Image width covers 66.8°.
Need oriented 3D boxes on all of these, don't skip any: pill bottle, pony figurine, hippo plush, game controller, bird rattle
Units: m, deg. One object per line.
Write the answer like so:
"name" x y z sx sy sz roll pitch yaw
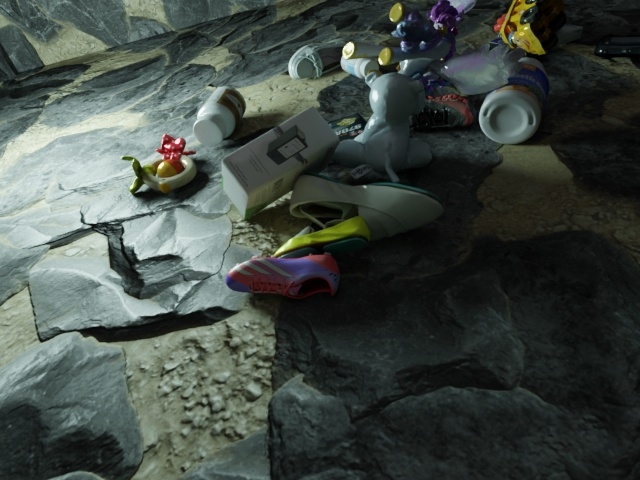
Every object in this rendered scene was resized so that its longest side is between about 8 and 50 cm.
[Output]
"pill bottle" -0.350 -0.426 1.677 0.131 0.131 0.229 -3 40 16
"pill bottle" 0.537 -0.393 1.325 0.153 0.152 0.272 8 45 27
"pony figurine" 0.298 -0.508 1.273 0.364 0.302 0.351 -6 -7 -37
"pill bottle" 0.151 -0.662 1.834 0.087 0.087 0.160 -27 40 -14
"hippo plush" 0.147 -0.294 1.205 0.235 0.236 0.294 12 23 28
"game controller" 1.033 -0.604 1.503 0.319 0.067 0.166 13 32 30
"bird rattle" -0.477 -0.219 1.515 0.207 0.143 0.254 30 43 28

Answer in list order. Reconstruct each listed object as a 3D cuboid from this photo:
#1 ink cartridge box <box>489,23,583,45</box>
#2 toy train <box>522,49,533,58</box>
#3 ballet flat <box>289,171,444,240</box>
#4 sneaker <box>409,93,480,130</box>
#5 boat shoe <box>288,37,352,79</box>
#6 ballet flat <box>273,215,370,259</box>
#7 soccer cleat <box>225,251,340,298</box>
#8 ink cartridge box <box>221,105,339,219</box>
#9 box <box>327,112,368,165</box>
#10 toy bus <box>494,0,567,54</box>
"ink cartridge box" 0.761 -0.733 1.725 0.224 0.045 0.223 -24 39 -23
"toy train" 0.683 -0.610 1.640 0.036 0.027 0.158 17 49 31
"ballet flat" 0.085 -0.065 1.116 0.400 0.139 0.139 15 48 38
"sneaker" 0.320 -0.367 1.410 0.135 0.097 0.276 -37 41 -25
"boat shoe" 0.017 -0.725 1.936 0.321 0.118 0.103 -28 35 -26
"ballet flat" 0.000 0.000 1.055 0.231 0.077 0.077 -16 59 23
"soccer cleat" -0.082 0.083 1.014 0.248 0.083 0.095 -7 44 6
"ink cartridge box" -0.106 -0.192 1.232 0.273 0.198 0.114 -35 85 -17
"box" 0.043 -0.297 1.452 0.221 0.051 0.175 -19 39 -4
"toy bus" 0.678 -0.718 1.623 0.212 0.149 0.220 2 60 52
